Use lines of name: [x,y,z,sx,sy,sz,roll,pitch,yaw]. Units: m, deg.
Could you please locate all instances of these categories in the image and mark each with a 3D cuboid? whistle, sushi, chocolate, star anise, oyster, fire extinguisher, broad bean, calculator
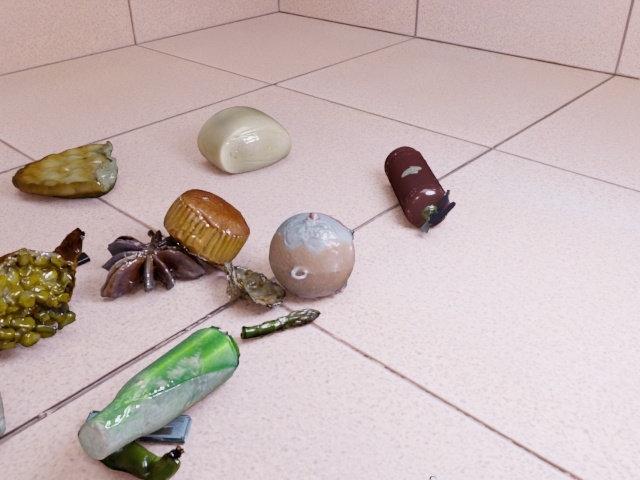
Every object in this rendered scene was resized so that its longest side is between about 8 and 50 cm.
whistle: [0.000,0.000,1.336,0.189,0.189,0.348,7,22,14]
sushi: [-0.576,0.102,1.195,0.179,0.167,0.296,-7,16,37]
chocolate: [-0.244,0.233,0.955,0.110,0.110,0.291,14,21,23]
star anise: [-0.372,0.048,1.337,0.229,0.093,0.236,23,42,24]
oyster: [-0.150,0.093,1.280,0.177,0.056,0.105,31,28,34]
fire extinguisher: [0.252,-0.129,1.559,0.114,0.136,0.337,21,28,-19]
broad bean: [-0.280,0.319,0.919,0.195,0.061,0.046,1,-2,26]
calculator: [-0.294,0.297,0.990,0.171,0.018,0.057,2,33,3]

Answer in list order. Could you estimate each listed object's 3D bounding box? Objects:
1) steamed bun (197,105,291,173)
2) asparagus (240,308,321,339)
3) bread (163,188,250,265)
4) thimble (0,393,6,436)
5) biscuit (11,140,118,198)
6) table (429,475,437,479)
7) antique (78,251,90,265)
steamed bun: [-0.224,-0.304,1.832,0.250,0.155,0.200,-23,37,-27]
asparagus: [-0.075,0.158,1.189,0.165,0.036,0.030,-14,41,-21]
bread: [-0.246,-0.039,1.371,0.199,0.104,0.199,33,14,-9]
thimble: [-0.597,0.254,0.941,0.218,0.150,0.219,-1,31,1]
biscuit: [-0.682,-0.201,1.761,0.329,0.078,0.335,9,33,21]
table: [0.125,0.362,0.808,0.083,0.082,0.070,-8,33,-12]
antique: [-0.600,0.073,1.364,0.031,0.015,0.192,25,40,35]
